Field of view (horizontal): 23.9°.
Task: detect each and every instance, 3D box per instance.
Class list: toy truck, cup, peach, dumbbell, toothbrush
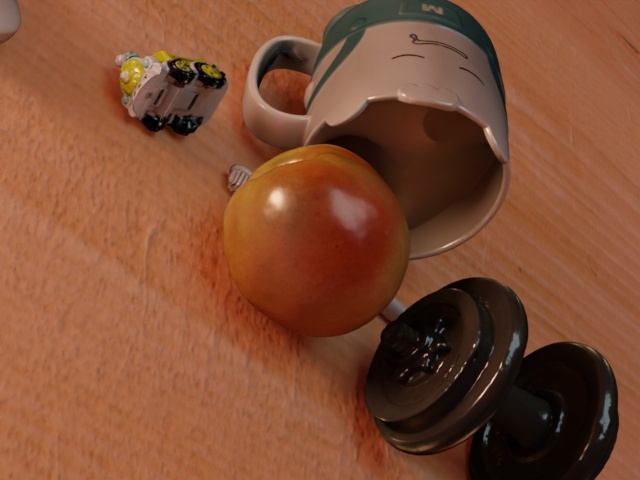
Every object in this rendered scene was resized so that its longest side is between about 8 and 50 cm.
[{"bbox_3d":[-0.151,-0.154,1.473,0.111,0.076,0.077,5,38,-49],"label":"toy truck"},{"bbox_3d":[0.061,-0.140,1.629,0.289,0.219,0.257,11,40,-5],"label":"cup"},{"bbox_3d":[0.000,0.000,1.422,0.184,0.184,0.184,34,35,-29],"label":"peach"},{"bbox_3d":[0.172,0.153,1.477,0.290,0.192,0.192,34,35,-28],"label":"dumbbell"},{"bbox_3d":[0.018,0.026,1.558,0.307,0.025,0.029,41,41,-19],"label":"toothbrush"}]

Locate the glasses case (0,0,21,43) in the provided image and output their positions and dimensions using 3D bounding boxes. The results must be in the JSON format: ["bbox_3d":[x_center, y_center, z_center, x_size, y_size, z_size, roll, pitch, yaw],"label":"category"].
[{"bbox_3d":[-0.332,-0.258,1.348,0.193,0.049,0.074,58,31,10],"label":"glasses case"}]
